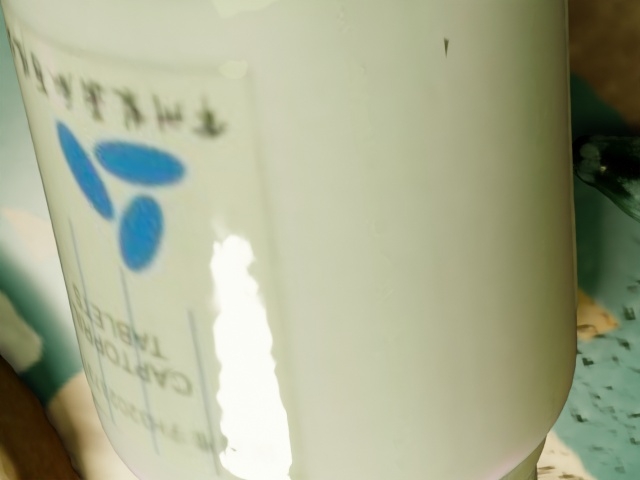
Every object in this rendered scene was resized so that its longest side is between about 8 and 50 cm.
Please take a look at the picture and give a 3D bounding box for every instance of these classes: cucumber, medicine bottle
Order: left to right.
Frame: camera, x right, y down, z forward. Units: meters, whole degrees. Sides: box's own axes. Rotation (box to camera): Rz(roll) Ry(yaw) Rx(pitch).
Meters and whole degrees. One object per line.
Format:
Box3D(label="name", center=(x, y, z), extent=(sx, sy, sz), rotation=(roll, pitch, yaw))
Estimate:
Box3D(label="medicine bottle", center=(0.000, 0.000, 0.596), extent=(0.170, 0.170, 0.293), rotation=(0, 124, 13))
Box3D(label="cucumber", center=(0.152, -0.009, 0.638), extent=(0.155, 0.037, 0.037), rotation=(14, 126, 3))

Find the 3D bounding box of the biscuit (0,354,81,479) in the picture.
Box3D(label="biscuit", center=(-0.298, 0.136, 0.814), extent=(0.394, 0.070, 0.350), rotation=(-3, 123, 13))
